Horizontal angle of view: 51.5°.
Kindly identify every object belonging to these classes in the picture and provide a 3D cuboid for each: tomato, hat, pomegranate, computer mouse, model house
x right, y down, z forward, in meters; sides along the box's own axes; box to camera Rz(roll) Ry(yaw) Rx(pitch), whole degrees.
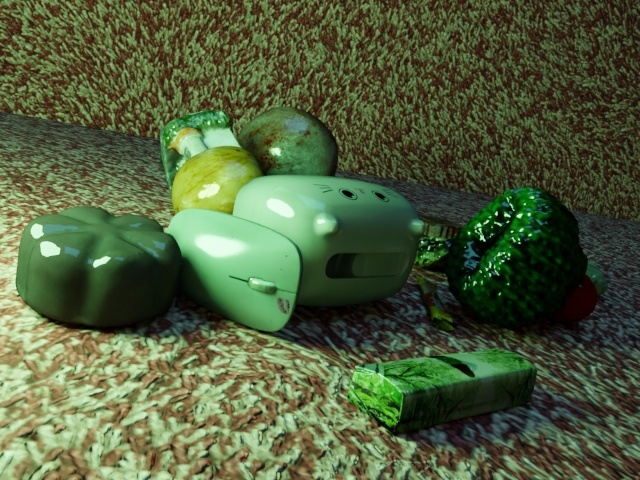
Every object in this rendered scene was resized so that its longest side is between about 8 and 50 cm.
[{"bbox_3d":[-0.103,-0.239,1.977,0.316,0.317,0.282,6,38,-21],"label":"tomato"},{"bbox_3d":[0.435,0.076,1.323,0.332,0.274,0.242,36,13,-24],"label":"hat"},{"bbox_3d":[-0.204,-0.093,1.446,0.248,0.248,0.248,11,13,-2],"label":"pomegranate"},{"bbox_3d":[-0.154,0.039,1.049,0.288,0.159,0.097,21,11,40],"label":"computer mouse"},{"bbox_3d":[-0.261,-0.141,1.669,0.190,0.271,0.301,-19,48,-24],"label":"model house"}]

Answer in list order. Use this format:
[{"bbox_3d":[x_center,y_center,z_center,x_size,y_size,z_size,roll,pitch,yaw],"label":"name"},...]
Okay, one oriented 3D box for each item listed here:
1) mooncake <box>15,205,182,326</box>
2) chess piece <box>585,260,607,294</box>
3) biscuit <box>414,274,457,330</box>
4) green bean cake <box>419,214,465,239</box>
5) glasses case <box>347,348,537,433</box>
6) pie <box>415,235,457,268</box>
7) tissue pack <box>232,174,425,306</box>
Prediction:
[{"bbox_3d":[-0.330,0.038,0.996,0.245,0.133,0.245,12,20,-4],"label":"mooncake"},{"bbox_3d":[0.624,0.052,1.756,0.298,0.176,0.175,36,25,33],"label":"chess piece"},{"bbox_3d":[0.226,0.121,1.332,0.048,0.026,0.292,30,12,-6],"label":"biscuit"},{"bbox_3d":[0.366,-0.036,2.064,0.135,0.056,0.135,4,13,-28],"label":"green bean cake"},{"bbox_3d":[0.172,0.191,0.893,0.272,0.062,0.095,1,16,-39],"label":"glasses case"},{"bbox_3d":[0.410,0.013,1.573,0.371,0.078,0.296,-19,-27,38],"label":"pie"},{"bbox_3d":[0.023,0.002,1.204,0.333,0.229,0.236,0,16,-38],"label":"tissue pack"}]
